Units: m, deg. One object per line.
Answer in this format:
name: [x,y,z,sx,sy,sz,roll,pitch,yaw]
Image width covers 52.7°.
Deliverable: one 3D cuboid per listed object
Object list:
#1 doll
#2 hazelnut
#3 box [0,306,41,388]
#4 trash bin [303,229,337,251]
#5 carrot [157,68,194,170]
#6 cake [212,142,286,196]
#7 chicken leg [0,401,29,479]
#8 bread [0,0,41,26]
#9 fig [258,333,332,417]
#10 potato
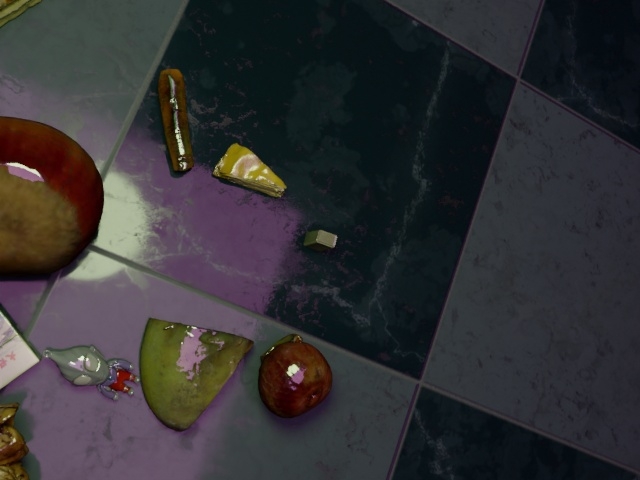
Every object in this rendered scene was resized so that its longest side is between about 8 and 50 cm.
doll: [-0.531,0.298,1.492,0.227,0.075,0.102,31,84,-26]
hazelnut: [-0.670,-0.092,1.359,0.409,0.359,0.360,8,81,-15]
box: [-0.764,0.213,1.415,0.164,0.069,0.257,-37,97,-20]
trash bin: [0.000,0.000,1.707,0.060,0.092,0.043,20,79,-17]
carrot: [-0.361,-0.300,1.626,0.070,0.070,0.260,-9,88,-21]
cake: [-0.185,-0.161,1.668,0.116,0.079,0.185,-43,103,-22]
chicken leg: [-0.748,0.442,1.346,0.409,0.182,0.295,30,92,3]
bread: [-0.781,-0.620,1.484,0.239,0.111,0.246,-45,102,-16]
fig: [-0.071,0.332,1.602,0.205,0.205,0.205,2,83,-20]
potato: [-0.307,0.336,1.550,0.269,0.112,0.255,14,80,-16]
